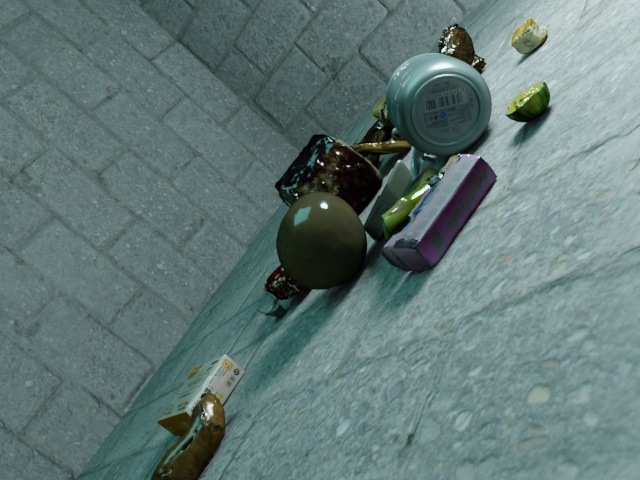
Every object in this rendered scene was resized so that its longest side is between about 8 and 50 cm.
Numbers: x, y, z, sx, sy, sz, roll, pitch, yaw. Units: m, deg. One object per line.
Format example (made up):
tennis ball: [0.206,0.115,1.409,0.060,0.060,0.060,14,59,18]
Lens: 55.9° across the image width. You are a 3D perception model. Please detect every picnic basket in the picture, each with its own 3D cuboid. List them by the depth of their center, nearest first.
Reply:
picnic basket: [-0.156,0.216,1.927,0.065,0.083,0.083,-59,11,-21]

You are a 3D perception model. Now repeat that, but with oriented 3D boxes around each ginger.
ginger: [-0.325,0.521,1.480,0.133,0.107,0.309,-12,40,50]

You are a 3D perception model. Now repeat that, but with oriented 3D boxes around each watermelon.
watermelon: [0.459,-0.296,1.317,0.105,0.062,0.105,-41,7,6]

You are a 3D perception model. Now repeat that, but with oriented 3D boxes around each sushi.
sushi: [0.021,-0.198,2.101,0.294,0.299,0.281,-51,-5,0]

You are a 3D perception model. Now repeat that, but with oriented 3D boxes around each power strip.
power strip: [0.217,-0.057,1.443,0.092,0.066,0.387,-43,12,38]

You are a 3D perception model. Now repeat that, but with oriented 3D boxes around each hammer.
hammer: [0.232,-0.381,2.518,0.242,0.095,0.409,-42,18,32]

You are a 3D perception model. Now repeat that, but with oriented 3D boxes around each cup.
cup: [0.303,-0.317,1.626,0.274,0.259,0.356,-84,6,-71]

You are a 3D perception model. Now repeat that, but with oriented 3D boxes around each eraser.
eraser: [0.166,-0.091,1.510,0.352,0.061,0.089,109,-173,-71]

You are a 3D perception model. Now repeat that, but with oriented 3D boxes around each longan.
longan: [0.000,0.000,1.588,0.258,0.258,0.258,-46,11,12]

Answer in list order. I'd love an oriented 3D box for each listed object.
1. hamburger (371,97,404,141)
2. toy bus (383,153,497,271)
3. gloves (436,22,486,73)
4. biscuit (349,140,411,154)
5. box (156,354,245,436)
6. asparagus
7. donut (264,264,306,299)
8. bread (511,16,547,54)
hamburger: [0.315,-0.480,2.209,0.288,0.167,0.192,-43,5,-15]
toy bus: [0.250,-0.060,1.259,0.274,0.090,0.112,-53,20,-15]
gloves: [0.449,-0.587,2.052,0.135,0.210,0.312,17,88,47]
biscuit: [0.200,-0.331,2.195,0.208,0.041,0.290,-7,6,-39]
box: [-0.367,0.476,1.832,0.274,0.091,0.221,-34,17,51]
asparagus: [0.227,-0.090,1.343,0.278,0.067,0.060,-33,12,-25]
donut: [-0.076,0.104,1.917,0.235,0.089,0.235,-37,10,8]
bread: [0.603,-0.584,1.736,0.083,0.077,0.070,-34,30,53]
